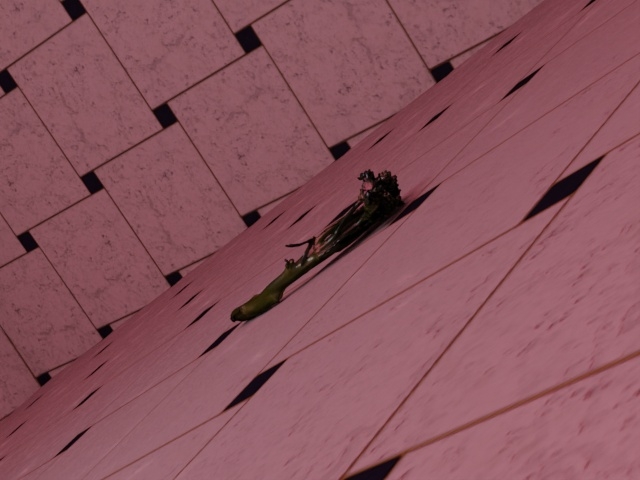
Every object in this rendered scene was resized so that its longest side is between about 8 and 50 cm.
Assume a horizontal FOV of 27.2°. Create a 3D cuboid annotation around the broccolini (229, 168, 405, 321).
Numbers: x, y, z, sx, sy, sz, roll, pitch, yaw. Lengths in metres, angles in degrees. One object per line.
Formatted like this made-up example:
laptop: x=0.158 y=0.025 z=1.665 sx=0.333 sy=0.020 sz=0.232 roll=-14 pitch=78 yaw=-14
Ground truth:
broccolini: x=-0.006 y=0.005 z=1.442 sx=0.271 sy=0.062 sz=0.123 roll=-40 pitch=-6 yaw=33
